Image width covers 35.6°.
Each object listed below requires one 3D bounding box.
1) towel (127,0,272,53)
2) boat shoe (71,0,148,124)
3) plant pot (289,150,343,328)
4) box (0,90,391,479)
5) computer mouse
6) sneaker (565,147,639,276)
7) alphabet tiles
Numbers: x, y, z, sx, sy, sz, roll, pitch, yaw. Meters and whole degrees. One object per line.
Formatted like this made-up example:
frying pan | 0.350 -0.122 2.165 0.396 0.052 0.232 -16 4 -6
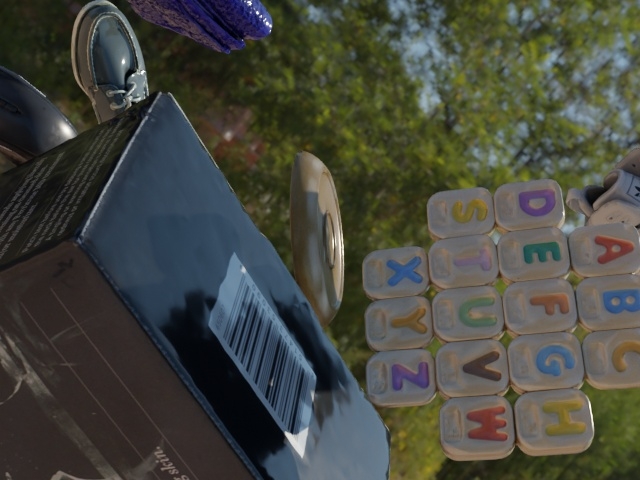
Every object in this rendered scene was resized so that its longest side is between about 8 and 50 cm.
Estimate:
towel | -0.207 -0.307 1.012 0.228 0.076 0.308 25 -9 34
boat shoe | -0.303 -0.215 1.559 0.099 0.116 0.319 31 -45 44
plant pot | 0.000 0.000 1.290 0.236 0.032 0.236 -4 90 -81
box | -0.245 0.194 0.975 0.480 0.472 0.297 58 21 -24
computer mouse | -0.434 -0.147 1.250 0.262 0.184 0.060 41 -22 -24
sneaker | 0.526 -0.024 1.420 0.210 0.137 0.366 47 -31 -23
alphabet tiles | 0.179 0.070 0.975 0.021 0.278 0.284 66 21 -60
